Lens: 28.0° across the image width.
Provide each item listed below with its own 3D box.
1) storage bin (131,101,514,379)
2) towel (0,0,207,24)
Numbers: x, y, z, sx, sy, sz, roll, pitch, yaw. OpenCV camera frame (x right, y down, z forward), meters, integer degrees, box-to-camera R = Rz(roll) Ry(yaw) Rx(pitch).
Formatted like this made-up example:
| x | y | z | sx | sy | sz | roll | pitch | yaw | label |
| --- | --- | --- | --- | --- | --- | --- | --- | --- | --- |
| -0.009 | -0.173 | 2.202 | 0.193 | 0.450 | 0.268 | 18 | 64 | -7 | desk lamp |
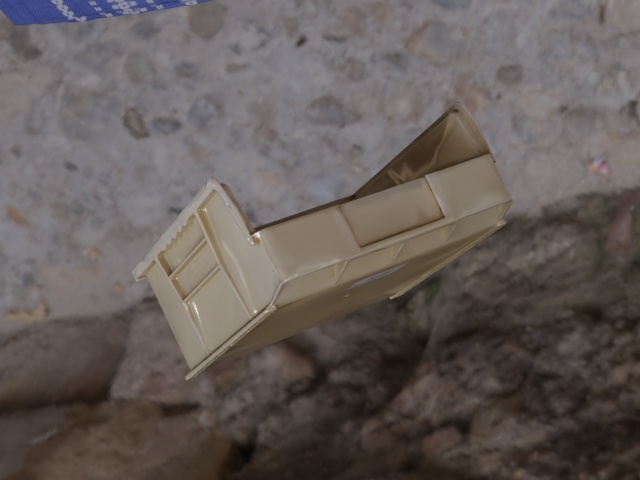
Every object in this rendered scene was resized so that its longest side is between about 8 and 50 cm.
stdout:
| x | y | z | sx | sy | sz | roll | pitch | yaw | label |
| --- | --- | --- | --- | --- | --- | --- | --- | --- | --- |
| 0.000 | 0.000 | 1.178 | 0.123 | 0.262 | 0.260 | 65 | 150 | 10 | storage bin |
| -0.065 | -0.196 | 0.607 | 0.336 | 0.040 | 0.243 | -5 | 155 | 20 | towel |
